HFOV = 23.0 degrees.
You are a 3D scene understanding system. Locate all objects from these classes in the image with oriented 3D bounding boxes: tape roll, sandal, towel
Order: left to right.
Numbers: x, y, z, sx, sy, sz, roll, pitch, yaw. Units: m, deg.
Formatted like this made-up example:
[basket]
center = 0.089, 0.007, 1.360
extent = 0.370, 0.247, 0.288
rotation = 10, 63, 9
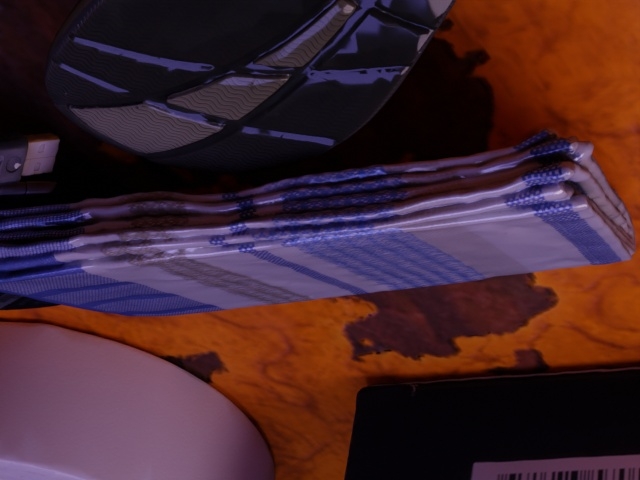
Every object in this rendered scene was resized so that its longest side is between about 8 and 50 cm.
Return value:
[tape roll]
center = -0.174, 0.173, 1.036
extent = 0.286, 0.100, 0.286
rotation = 7, 142, 5
[towel]
center = 0.000, 0.000, 0.738
extent = 0.285, 0.034, 0.209
rotation = -8, 169, 17
[sandal]
center = 0.008, -0.133, 0.611
extent = 0.120, 0.086, 0.303
rotation = 32, 123, -26

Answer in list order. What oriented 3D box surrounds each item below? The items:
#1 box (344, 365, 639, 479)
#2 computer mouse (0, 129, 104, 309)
[box]
center = 0.208, 0.268, 0.967
extent = 0.293, 0.212, 0.395
rotation = -6, 139, 21
[computer mouse]
center = -0.169, -0.021, 0.756
extent = 0.262, 0.060, 0.184
rotation = 0, 158, -47
